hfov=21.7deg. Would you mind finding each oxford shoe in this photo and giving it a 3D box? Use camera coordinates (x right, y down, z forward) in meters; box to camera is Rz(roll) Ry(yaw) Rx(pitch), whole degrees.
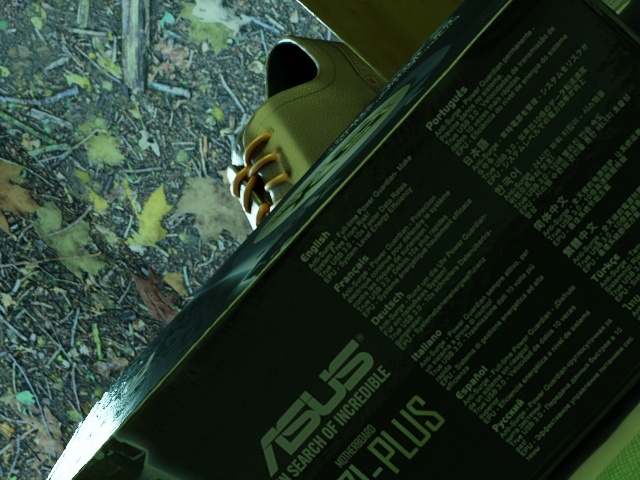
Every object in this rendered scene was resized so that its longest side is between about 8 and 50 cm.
[{"bbox_3d":[0.000,0.000,0.960,0.130,0.133,0.363,-56,15,29],"label":"oxford shoe"}]

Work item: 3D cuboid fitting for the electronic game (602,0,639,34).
[{"bbox_3d":[0.131,-0.051,0.666,0.229,0.048,0.229,-38,-19,-16],"label":"electronic game"}]

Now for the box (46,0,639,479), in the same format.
[{"bbox_3d":[0.014,0.024,0.421,0.180,0.077,0.147,-47,5,5],"label":"box"}]

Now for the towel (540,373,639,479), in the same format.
[{"bbox_3d":[0.065,0.050,0.452,0.248,0.038,0.325,-47,4,6],"label":"towel"}]

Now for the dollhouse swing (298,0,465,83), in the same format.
[{"bbox_3d":[0.167,-0.232,0.991,0.347,0.315,0.305,-47,15,12],"label":"dollhouse swing"}]
